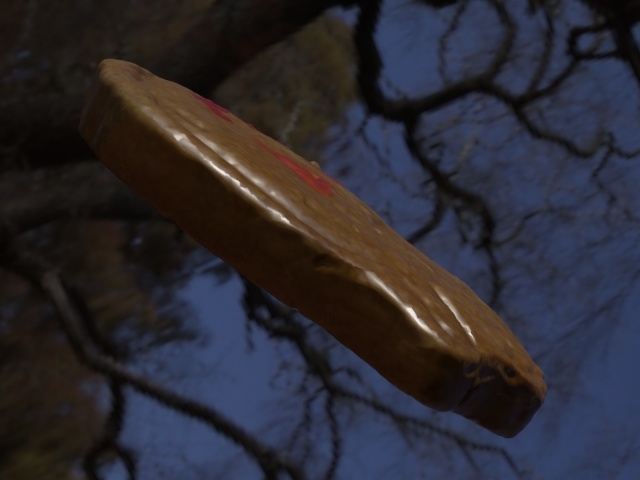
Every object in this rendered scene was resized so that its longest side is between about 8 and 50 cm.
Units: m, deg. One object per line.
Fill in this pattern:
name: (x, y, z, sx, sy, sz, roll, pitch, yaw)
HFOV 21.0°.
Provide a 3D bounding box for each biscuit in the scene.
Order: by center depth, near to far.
biscuit: (0.001, -0.002, 0.818, 0.257, 0.273, 0.049, 37, -83, 6)
